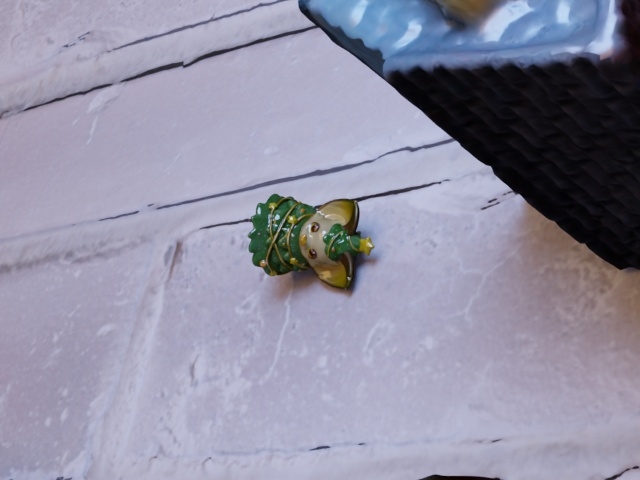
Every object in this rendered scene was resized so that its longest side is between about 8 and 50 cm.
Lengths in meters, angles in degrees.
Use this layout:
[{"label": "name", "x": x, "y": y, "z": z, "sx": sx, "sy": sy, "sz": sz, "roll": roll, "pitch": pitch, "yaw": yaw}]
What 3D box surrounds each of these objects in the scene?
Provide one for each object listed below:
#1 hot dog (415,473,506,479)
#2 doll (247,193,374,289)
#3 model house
[{"label": "hot dog", "x": 0.108, "y": 0.265, "z": 1.367, "sx": 0.194, "sy": 0.107, "sz": 0.326, "roll": -36, "pitch": 20, "yaw": -15}, {"label": "doll", "x": 0.001, "y": 0.000, "z": 1.740, "sx": 0.113, "sy": 0.077, "sz": 0.078, "roll": 6, "pitch": 92, "yaw": 17}, {"label": "model house", "x": 0.219, "y": -0.145, "z": 1.379, "sx": 0.297, "sy": 0.360, "sz": 0.339, "roll": -48, "pitch": 41, "yaw": 6}]
